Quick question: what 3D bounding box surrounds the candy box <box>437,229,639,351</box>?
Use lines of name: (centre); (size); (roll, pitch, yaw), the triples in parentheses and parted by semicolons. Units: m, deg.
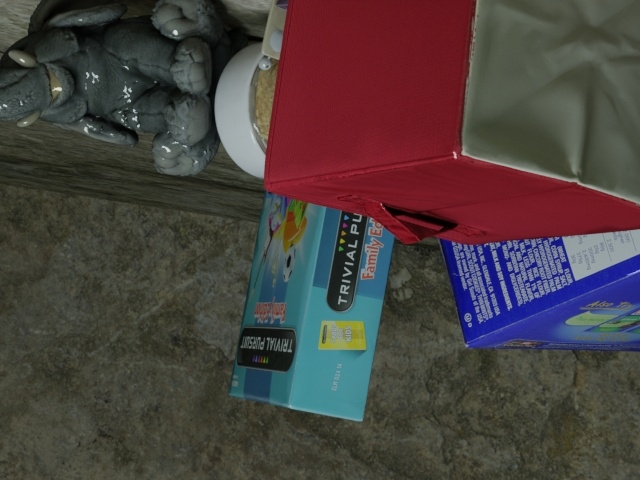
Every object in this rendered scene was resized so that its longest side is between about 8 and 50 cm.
candy box: (0.288, -0.022, 1.345); (0.317, 0.122, 0.268); (-25, 162, 35)

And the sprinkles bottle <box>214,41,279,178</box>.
sprinkles bottle: (0.069, -0.114, 1.468); (0.121, 0.121, 0.355); (15, 170, -42)

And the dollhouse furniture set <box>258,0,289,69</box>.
dollhouse furniture set: (0.005, -0.162, 1.419); (0.114, 0.081, 0.091); (15, 174, -42)

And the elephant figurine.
elephant figurine: (-0.204, -0.150, 1.609); (0.239, 0.169, 0.186); (3, 159, 10)

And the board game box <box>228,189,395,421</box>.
board game box: (0.000, 0.000, 1.813); (0.079, 0.336, 0.254); (12, 175, -15)

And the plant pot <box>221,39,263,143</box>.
plant pot: (-0.062, -0.137, 1.751); (0.096, 0.109, 0.109); (20, 172, -25)

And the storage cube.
storage cube: (0.102, -0.108, 1.122); (0.183, 0.215, 0.193); (14, 168, -33)
